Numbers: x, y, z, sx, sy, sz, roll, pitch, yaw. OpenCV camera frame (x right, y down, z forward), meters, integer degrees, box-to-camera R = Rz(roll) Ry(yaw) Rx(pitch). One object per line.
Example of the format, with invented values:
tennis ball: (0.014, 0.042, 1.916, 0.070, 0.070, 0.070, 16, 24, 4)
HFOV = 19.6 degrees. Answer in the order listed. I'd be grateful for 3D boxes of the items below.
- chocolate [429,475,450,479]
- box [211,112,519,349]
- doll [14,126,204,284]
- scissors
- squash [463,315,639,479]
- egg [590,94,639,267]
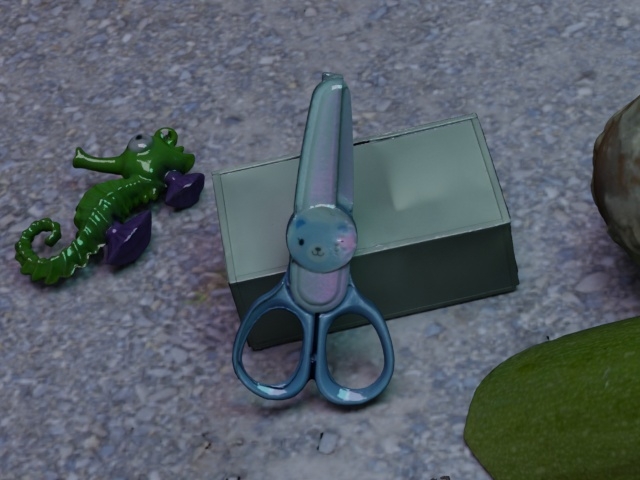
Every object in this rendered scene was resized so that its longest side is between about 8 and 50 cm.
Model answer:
chocolate: (0.066, 0.308, 1.226, 0.102, 0.065, 0.329, -30, 41, 29)
box: (0.035, -0.009, 1.504, 0.225, 0.086, 0.129, -13, 46, 1)
doll: (-0.184, -0.032, 1.601, 0.115, 0.050, 0.190, 27, 62, 27)
scissors: (0.000, 0.000, 1.410, 0.125, 0.256, 0.030, 3, 12, -1)
squash: (0.261, 0.142, 1.361, 0.260, 0.189, 0.189, -22, 34, 45)
egg: (0.325, -0.045, 1.397, 0.245, 0.203, 0.203, 2, 49, 21)
